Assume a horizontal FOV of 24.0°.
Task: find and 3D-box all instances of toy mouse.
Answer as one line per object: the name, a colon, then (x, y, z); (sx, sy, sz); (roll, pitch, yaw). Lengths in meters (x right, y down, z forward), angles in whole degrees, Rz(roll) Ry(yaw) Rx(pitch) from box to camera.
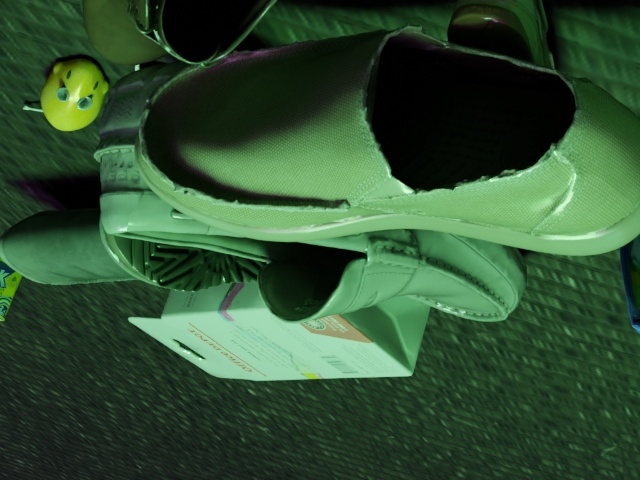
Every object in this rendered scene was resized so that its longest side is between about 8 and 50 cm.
toy mouse: (-0.106, -0.069, 0.947); (0.143, 0.031, 0.161); (25, 155, -18)

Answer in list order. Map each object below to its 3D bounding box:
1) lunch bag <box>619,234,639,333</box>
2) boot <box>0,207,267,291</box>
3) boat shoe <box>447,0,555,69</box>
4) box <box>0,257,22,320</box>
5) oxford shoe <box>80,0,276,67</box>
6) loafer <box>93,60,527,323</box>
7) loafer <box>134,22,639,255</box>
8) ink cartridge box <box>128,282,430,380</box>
lunch bag: (0.213, 0.005, 0.739); (0.129, 0.151, 0.096); (36, 160, -36)
boot: (-0.145, -0.003, 1.036); (0.208, 0.076, 0.189); (7, 173, 36)
boat shoe: (0.093, -0.092, 0.762); (0.056, 0.048, 0.153); (10, 160, 17)
box: (-0.332, 0.039, 1.303); (0.169, 0.054, 0.059); (-7, 146, 44)
oxford shoe: (-0.072, -0.125, 0.729); (0.082, 0.096, 0.227); (24, 157, -19)
loafer: (0.000, 0.000, 0.902); (0.319, 0.112, 0.112); (23, 160, -35)
loafer: (0.025, -0.056, 0.711); (0.268, 0.102, 0.092); (4, 155, 23)
ink cartridge box: (-0.033, 0.051, 1.115); (0.198, 0.067, 0.115); (-6, 147, 39)
